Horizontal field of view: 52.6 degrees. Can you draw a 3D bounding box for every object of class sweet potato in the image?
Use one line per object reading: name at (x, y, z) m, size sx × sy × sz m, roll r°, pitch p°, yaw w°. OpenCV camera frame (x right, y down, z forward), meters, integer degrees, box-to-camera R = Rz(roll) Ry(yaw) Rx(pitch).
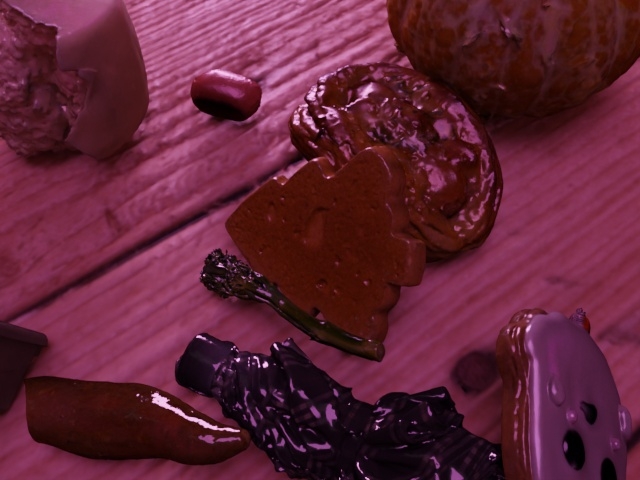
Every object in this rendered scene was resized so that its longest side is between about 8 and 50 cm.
sweet potato at (-0.176, 0.176, 0.611) m, size 0.243 × 0.077 × 0.077 m, roll 7°, pitch 59°, yaw 14°

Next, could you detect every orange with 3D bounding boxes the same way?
orange at (0.247, -0.312, 0.803) m, size 0.329 × 0.249 × 0.329 m, roll 1°, pitch 66°, yaw -1°

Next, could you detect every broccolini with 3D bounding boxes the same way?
broccolini at (-0.037, 0.067, 0.656) m, size 0.239 × 0.054 × 0.051 m, roll 25°, pitch 49°, yaw 35°

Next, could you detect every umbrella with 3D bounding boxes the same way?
umbrella at (0.020, 0.162, 0.596) m, size 0.336 × 0.128 × 0.154 m, roll 35°, pitch 68°, yaw 23°

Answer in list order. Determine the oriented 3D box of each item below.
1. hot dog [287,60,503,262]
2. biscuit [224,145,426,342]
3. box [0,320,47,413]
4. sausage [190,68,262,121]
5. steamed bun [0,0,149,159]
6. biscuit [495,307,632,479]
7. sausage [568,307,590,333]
hot dog at (0.087, -0.098, 0.751) m, size 0.196 × 0.122 × 0.272 m, roll -28°, pitch 61°, yaw -22°
biscuit at (0.000, 0.000, 0.686) m, size 0.238 × 0.212 × 0.041 m, roll 13°, pitch 16°, yaw 31°
box at (-0.357, 0.110, 0.611) m, size 0.124 × 0.172 × 0.093 m, roll 12°, pitch 75°, yaw 9°
sausage at (-0.122, -0.189, 0.841) m, size 0.094 × 0.059 × 0.054 m, roll 17°, pitch 70°, yaw 10°
steamed bun at (-0.308, -0.196, 0.752) m, size 0.200 × 0.225 × 0.170 m, roll -13°, pitch 60°, yaw -9°
biscuit at (0.221, 0.167, 0.568) m, size 0.181 × 0.049 × 0.208 m, roll 27°, pitch 56°, yaw -35°
sausage at (0.243, 0.152, 0.653) m, size 0.028 × 0.025 × 0.198 m, roll 12°, pitch 58°, yaw 25°
